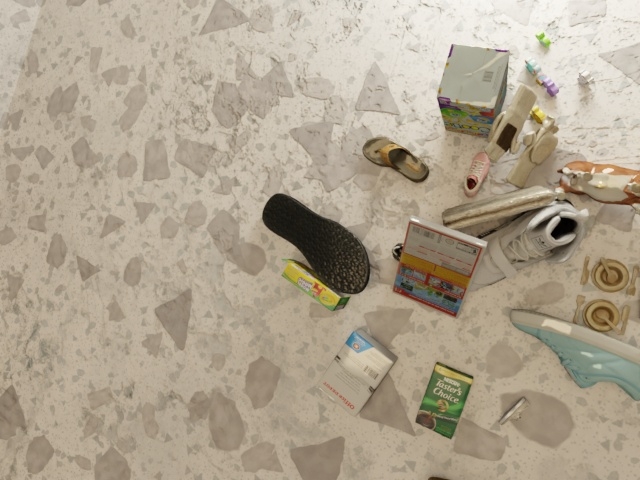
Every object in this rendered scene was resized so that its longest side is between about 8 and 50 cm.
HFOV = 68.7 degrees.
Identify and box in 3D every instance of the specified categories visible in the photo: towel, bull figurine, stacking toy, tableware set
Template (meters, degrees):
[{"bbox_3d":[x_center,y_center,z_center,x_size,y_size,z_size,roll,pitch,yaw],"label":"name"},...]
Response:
[{"bbox_3d":[0.463,-0.086,1.249,0.282,0.187,0.049,-15,97,17],"label":"towel"},{"bbox_3d":[0.743,-0.133,1.157,0.310,0.188,0.101,14,115,36],"label":"bull figurine"},{"bbox_3d":[0.611,-0.456,1.298,0.167,0.052,0.221,-38,75,12],"label":"stacking toy"},{"bbox_3d":[0.746,0.145,1.219,0.128,0.039,0.194,12,90,19],"label":"tableware set"}]

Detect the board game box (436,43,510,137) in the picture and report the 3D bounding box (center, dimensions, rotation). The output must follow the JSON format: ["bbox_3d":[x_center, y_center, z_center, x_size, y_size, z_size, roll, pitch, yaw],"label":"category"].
[{"bbox_3d":[0.407,-0.384,1.242,0.142,0.275,0.144,16,91,20],"label":"board game box"}]

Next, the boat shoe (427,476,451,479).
[{"bbox_3d":[0.415,0.738,1.256,0.285,0.104,0.089,22,91,18],"label":"boat shoe"}]

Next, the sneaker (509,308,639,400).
[{"bbox_3d":[0.653,0.293,1.191,0.365,0.135,0.150,21,90,20],"label":"sneaker"}]

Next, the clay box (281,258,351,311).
[{"bbox_3d":[-0.023,0.132,1.431,0.222,0.127,0.053,32,96,18],"label":"clay box"}]

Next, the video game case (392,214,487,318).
[{"bbox_3d":[0.315,0.079,1.281,0.204,0.025,0.285,22,134,19],"label":"video game case"}]

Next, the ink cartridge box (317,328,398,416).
[{"bbox_3d":[0.110,0.389,1.391,0.148,0.086,0.203,36,99,18],"label":"ink cartridge box"}]

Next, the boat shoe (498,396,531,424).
[{"bbox_3d":[0.530,0.472,1.273,0.100,0.035,0.035,-46,71,4],"label":"boat shoe"}]

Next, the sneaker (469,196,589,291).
[{"bbox_3d":[0.510,0.017,1.207,0.365,0.210,0.137,-37,89,12],"label":"sneaker"}]

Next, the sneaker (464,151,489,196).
[{"bbox_3d":[0.444,-0.191,1.327,0.051,0.070,0.134,21,92,21],"label":"sneaker"}]

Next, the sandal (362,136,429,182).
[{"bbox_3d":[0.225,-0.246,1.409,0.219,0.060,0.090,37,98,17],"label":"sandal"}]

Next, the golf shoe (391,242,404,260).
[{"bbox_3d":[0.300,0.053,1.347,0.198,0.094,0.077,9,88,17],"label":"golf shoe"}]

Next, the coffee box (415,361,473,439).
[{"bbox_3d":[0.351,0.452,1.330,0.113,0.040,0.184,21,93,19],"label":"coffee box"}]

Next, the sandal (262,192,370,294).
[{"bbox_3d":[0.000,-0.003,1.458,0.445,0.107,0.168,42,101,29],"label":"sandal"}]

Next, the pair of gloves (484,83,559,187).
[{"bbox_3d":[0.536,-0.263,1.230,0.204,0.240,0.042,-56,37,8],"label":"pair of gloves"}]
